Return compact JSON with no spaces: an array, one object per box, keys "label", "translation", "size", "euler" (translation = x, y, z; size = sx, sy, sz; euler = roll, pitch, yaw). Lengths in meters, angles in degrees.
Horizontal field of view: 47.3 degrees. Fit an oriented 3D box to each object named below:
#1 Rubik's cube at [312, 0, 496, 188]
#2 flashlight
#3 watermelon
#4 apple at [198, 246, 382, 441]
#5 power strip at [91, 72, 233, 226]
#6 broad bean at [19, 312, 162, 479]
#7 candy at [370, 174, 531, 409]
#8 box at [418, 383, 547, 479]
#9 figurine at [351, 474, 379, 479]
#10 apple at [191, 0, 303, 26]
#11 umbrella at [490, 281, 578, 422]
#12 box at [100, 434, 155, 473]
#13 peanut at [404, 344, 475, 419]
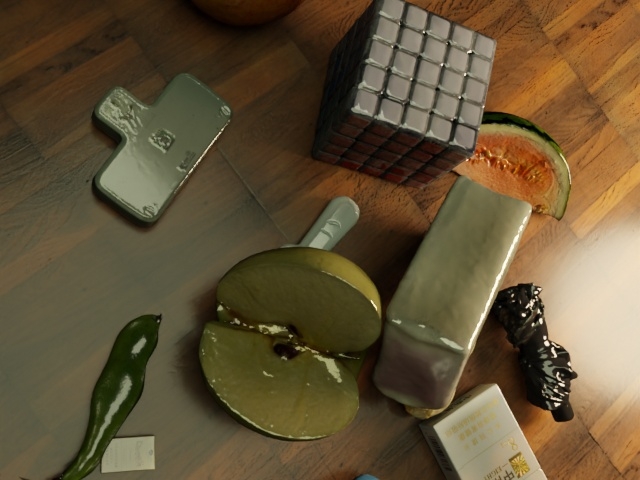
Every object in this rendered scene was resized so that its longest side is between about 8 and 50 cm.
[{"label":"Rubik's cube","translation":[0.141,-0.254,1.299],"size":[0.238,0.237,0.237],"euler":[17,73,-14]},{"label":"flashlight","translation":[0.000,0.000,1.302],"size":[0.093,0.047,0.200],"euler":[42,71,-6]},{"label":"watermelon","translation":[0.386,-0.176,1.419],"size":[0.303,0.128,0.159],"euler":[26,73,-11]},{"label":"apple","translation":[-0.045,0.151,1.160],"size":[0.257,0.233,0.295],"euler":[16,92,2]},{"label":"power strip","translation":[-0.290,-0.176,1.235],"size":[0.193,0.059,0.265],"euler":[38,70,-12]},{"label":"broad bean","translation":[-0.334,0.247,1.131],"size":[0.098,0.056,0.318],"euler":[28,70,15]},{"label":"candy","translation":[0.218,0.085,1.221],"size":[0.145,0.208,0.359],"euler":[23,55,14]},{"label":"box","translation":[0.301,0.400,1.310],"size":[0.155,0.067,0.243],"euler":[-28,88,-19]},{"label":"figurine","translation":[-0.007,0.558,1.116],"size":[0.297,0.243,0.417],"euler":[5,69,27]},{"label":"apple","translation":[-0.126,-0.535,1.252],"size":[0.298,0.275,0.299],"euler":[5,78,-23]},{"label":"umbrella","translation":[0.408,0.209,1.367],"size":[0.110,0.122,0.272],"euler":[-24,92,23]},{"label":"box","translation":[-0.302,0.335,1.149],"size":[0.083,0.024,0.053],"euler":[2,78,-19]},{"label":"peanut","translation":[0.215,0.225,1.307],"size":[0.087,0.087,0.207],"euler":[34,70,-9]}]
